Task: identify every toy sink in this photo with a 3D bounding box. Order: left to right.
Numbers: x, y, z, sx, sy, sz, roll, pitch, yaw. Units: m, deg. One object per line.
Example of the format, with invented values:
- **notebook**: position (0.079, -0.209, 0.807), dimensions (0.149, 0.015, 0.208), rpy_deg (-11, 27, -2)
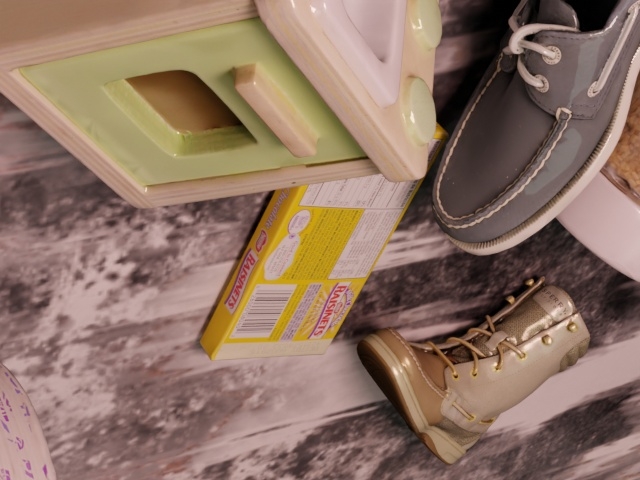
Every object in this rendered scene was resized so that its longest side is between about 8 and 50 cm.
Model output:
- **toy sink**: position (-0.021, -0.110, 0.659), dimensions (0.234, 0.131, 0.153), rpy_deg (-7, 150, 24)

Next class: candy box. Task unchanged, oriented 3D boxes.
- **candy box**: position (0.000, 0.000, 0.962), dimensions (0.105, 0.027, 0.206), rpy_deg (-1, 130, -41)

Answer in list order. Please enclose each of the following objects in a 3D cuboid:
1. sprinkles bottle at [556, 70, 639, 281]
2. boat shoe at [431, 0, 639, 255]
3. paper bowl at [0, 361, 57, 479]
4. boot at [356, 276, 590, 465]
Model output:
- **sprinkles bottle**: position (0.307, -0.134, 0.980), dimensions (0.121, 0.121, 0.355), rpy_deg (17, 118, -46)
- **boat shoe**: position (0.151, -0.136, 0.872), dimensions (0.099, 0.116, 0.319), rpy_deg (18, 112, -43)
- **paper bowl**: position (-0.264, 0.193, 0.755), dimensions (0.148, 0.284, 0.284), rpy_deg (8, 125, -39)
- **boot**: position (0.127, 0.087, 1.110), dimensions (0.165, 0.077, 0.213), rpy_deg (-37, 147, 1)
